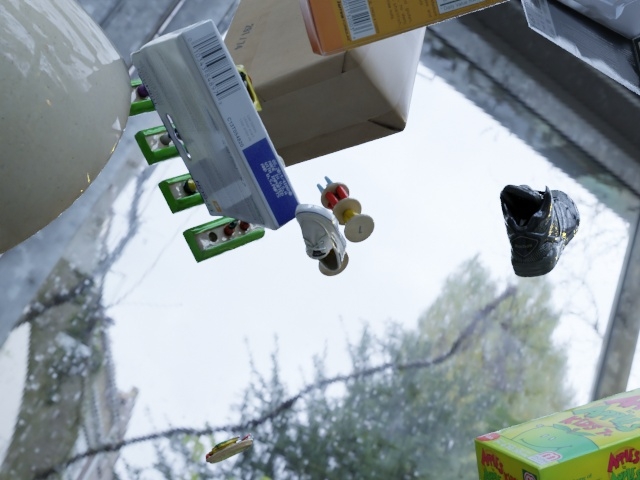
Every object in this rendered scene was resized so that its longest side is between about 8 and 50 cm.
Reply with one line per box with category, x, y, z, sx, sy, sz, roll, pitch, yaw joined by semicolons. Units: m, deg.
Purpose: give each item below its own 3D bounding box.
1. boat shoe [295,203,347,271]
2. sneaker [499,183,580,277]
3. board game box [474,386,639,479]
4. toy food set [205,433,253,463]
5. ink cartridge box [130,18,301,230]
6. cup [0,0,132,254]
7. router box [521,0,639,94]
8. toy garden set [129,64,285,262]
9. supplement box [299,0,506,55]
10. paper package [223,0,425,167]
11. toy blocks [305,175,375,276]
boat shoe;0.000;0.000;0.955;0.035;0.035;0.100;0;-27;18
sneaker;0.342;-0.050;1.542;0.087;0.227;0.130;-1;-63;31
board game box;0.230;0.171;0.823;0.092;0.181;0.043;-171;-109;-66
toy food set;-0.143;0.327;1.567;0.082;0.083;0.020;-40;-111;43
ink cartridge box;-0.118;-0.123;1.088;0.223;0.045;0.224;64;-19;-16
cup;-0.364;-0.164;0.865;0.331;0.331;0.237;8;-33;24
router box;0.409;-0.302;1.190;0.243;0.309;0.081;-26;-59;-1
toy garden set;-0.124;-0.116;1.271;0.049;0.203;0.244;-32;-97;45
supplement box;0.098;-0.269;1.090;0.233;0.078;0.080;-15;-77;-5
paper package;-0.004;-0.296;1.574;0.309;0.325;0.168;-15;-47;31
toy blocks;0.013;-0.029;1.603;0.054;0.148;0.123;26;-71;-37
